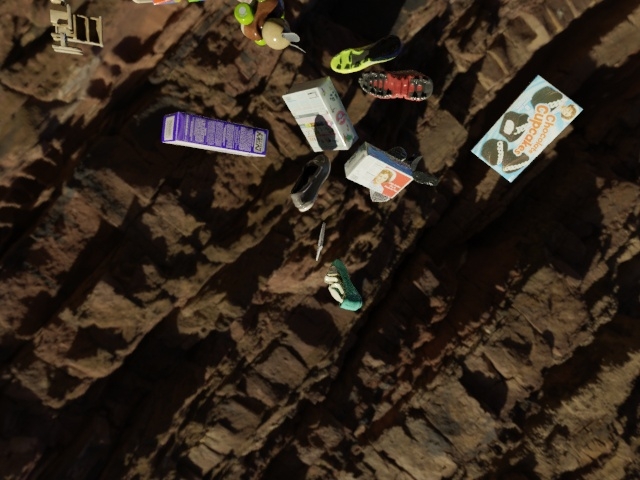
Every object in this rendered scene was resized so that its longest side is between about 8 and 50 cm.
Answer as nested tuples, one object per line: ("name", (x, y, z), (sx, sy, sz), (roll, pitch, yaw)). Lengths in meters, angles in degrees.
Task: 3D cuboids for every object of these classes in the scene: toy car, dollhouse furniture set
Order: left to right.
("dollhouse furniture set", (-0.895, -0.801, 1.586), (0.242, 0.160, 0.212), (30, -61, 60))
("toy car", (-0.119, -0.609, 1.219), (0.149, 0.188, 0.155), (-53, 169, 8))

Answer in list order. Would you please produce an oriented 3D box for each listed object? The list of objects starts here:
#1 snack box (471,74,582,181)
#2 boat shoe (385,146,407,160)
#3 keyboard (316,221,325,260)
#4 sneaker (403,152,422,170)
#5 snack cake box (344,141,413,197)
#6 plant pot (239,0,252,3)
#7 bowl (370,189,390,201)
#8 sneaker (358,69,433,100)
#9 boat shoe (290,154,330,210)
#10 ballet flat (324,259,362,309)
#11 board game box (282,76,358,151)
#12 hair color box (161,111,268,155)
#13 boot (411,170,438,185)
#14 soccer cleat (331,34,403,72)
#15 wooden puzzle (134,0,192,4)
("snack box", (0.720, -0.390, 1.519), (0.322, 0.187, 0.060), (-53, 174, 30))
("boat shoe", (0.342, -0.436, 2.419), (0.320, 0.118, 0.103), (-27, 169, -25))
("keyboard", (0.000, 0.000, 1.900), (0.256, 0.014, 0.072), (-81, -168, -64))
("sneaker", (0.417, -0.336, 2.044), (0.089, 0.051, 0.170), (-19, 144, -32))
("snack cake box", (0.255, -0.300, 1.860), (0.152, 0.264, 0.089), (-45, -142, 38))
("plant pot", (-0.308, -1.121, 1.825), (0.167, 0.166, 0.165), (-61, -175, -30))
("bowl", (0.346, -0.294, 2.421), (0.053, 0.142, 0.142), (-14, -168, -36))
("sneaker", (0.285, -0.588, 1.610), (0.275, 0.098, 0.135), (10, -149, 12))
("boat shoe", (-0.042, -0.275, 1.840), (0.112, 0.095, 0.335), (-11, -135, 35))
("ballet flat", (0.063, 0.147, 1.511), (0.083, 0.087, 0.247), (-66, -148, 28))
("board game box", (0.002, -0.544, 1.887), (0.223, 0.303, 0.097), (10, -129, 46))
("hair color box", (-0.386, -0.386, 1.582), (0.185, 0.338, 0.110), (17, -80, 54))
("boot", (0.428, -0.263, 1.770), (0.099, 0.121, 0.045), (-82, -171, -69))
("soccer cleat", (0.186, -0.725, 1.701), (0.288, 0.094, 0.121), (-13, -177, 17))
("wooden puzzle", (-0.380, -0.828, 1.368), (0.347, 0.081, 0.322), (-3, -154, 37))
